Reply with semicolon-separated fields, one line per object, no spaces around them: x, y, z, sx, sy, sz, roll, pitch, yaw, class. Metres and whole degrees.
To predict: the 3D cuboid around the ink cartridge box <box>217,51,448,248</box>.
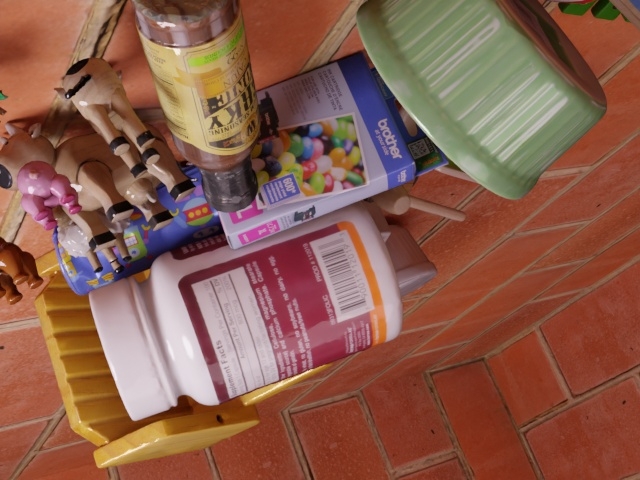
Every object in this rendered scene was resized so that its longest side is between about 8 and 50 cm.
-0.005;-0.131;1.278;0.311;0.186;0.065;-20;159;-4;ink cartridge box

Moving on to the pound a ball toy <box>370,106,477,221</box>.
0.206;-0.138;1.509;0.319;0.135;0.208;9;113;-48;pound a ball toy

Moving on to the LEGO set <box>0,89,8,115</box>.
-0.469;-0.054;0.954;0.331;0.192;0.255;-29;160;18;LEGO set

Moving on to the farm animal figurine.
-0.284;-0.091;1.136;0.330;0.172;0.326;-41;167;26;farm animal figurine

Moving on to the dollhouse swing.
-0.200;0.115;1.475;0.305;0.347;0.315;-35;158;34;dollhouse swing

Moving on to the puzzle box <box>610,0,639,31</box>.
0.465;-0.393;1.185;0.272;0.052;0.408;-34;147;29;puzzle box

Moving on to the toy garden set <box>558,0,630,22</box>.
0.470;-0.390;1.325;0.244;0.049;0.204;-2;149;-35;toy garden set

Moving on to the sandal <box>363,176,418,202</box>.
0.135;-0.101;1.615;0.219;0.060;0.090;-9;123;-66;sandal

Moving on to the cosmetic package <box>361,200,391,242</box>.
0.000;0.000;1.741;0.231;0.086;0.117;-6;146;-26;cosmetic package

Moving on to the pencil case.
-0.238;-0.030;1.394;0.306;0.119;0.133;-23;121;2;pencil case

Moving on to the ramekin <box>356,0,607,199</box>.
0.199;-0.211;1.135;0.148;0.303;0.303;-40;155;25;ramekin

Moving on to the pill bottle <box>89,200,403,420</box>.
-0.103;0.096;1.337;0.392;0.224;0.224;-19;161;-10;pill bottle

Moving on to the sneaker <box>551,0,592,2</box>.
0.322;-0.344;1.081;0.221;0.087;0.128;-19;163;33;sneaker

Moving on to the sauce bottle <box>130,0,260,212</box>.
-0.124;-0.158;1.082;0.111;0.111;0.344;-20;148;-7;sauce bottle

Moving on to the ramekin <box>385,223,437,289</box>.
0.097;0.070;1.987;0.272;0.127;0.273;-25;169;-5;ramekin
